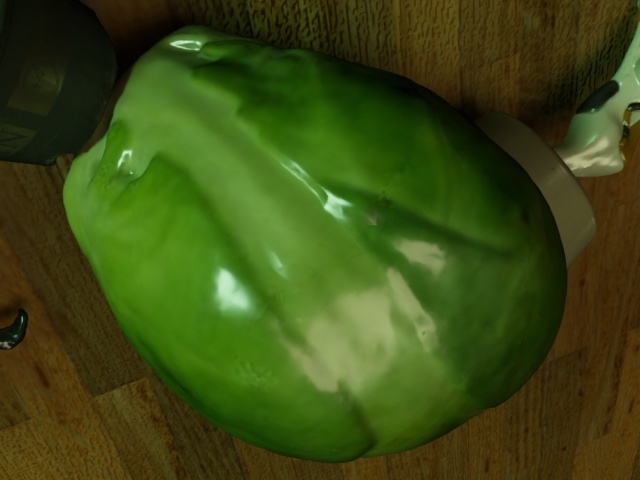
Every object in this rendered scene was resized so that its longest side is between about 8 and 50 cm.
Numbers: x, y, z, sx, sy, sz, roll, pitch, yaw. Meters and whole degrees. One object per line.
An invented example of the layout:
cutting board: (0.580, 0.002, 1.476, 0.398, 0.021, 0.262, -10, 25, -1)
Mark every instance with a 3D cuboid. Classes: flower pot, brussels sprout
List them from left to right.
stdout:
flower pot: (-0.213, -0.117, 0.568, 0.106, 0.157, 0.157, 18, 119, -47)
brussels sprout: (0.000, 0.000, 0.630, 0.371, 0.315, 0.276, 31, 105, -9)

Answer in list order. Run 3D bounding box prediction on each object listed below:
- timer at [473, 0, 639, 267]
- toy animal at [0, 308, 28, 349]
timer: (0.255, -0.098, 0.805, 0.266, 0.175, 0.175, -38, 134, -2)
toy animal: (-0.374, 0.108, 0.719, 0.232, 0.084, 0.148, 3, 125, -23)
